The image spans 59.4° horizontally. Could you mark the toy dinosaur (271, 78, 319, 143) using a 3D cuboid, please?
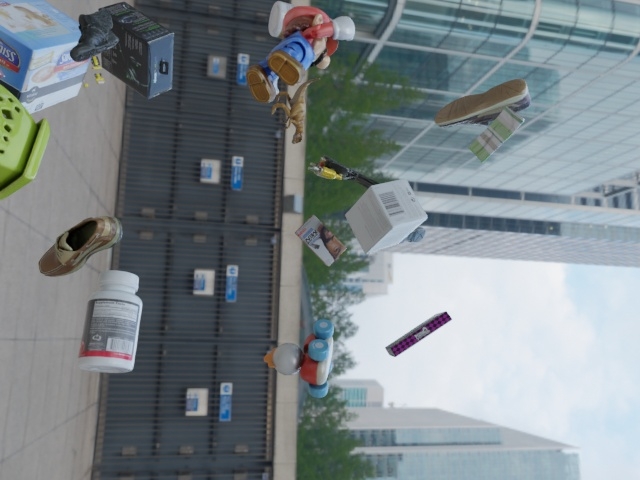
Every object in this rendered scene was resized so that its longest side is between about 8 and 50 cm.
[{"bbox_3d":[-0.062,-0.351,1.441,0.212,0.112,0.064,101,6,-47],"label":"toy dinosaur"}]

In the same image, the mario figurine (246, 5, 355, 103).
[{"bbox_3d":[-0.033,-0.408,1.268,0.321,0.197,0.170,-63,158,-45],"label":"mario figurine"}]

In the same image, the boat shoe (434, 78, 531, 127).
[{"bbox_3d":[0.478,-0.382,1.658,0.285,0.092,0.103,-16,-139,34],"label":"boat shoe"}]

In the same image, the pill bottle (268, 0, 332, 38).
[{"bbox_3d":[-0.075,-0.837,2.182,0.131,0.229,0.131,-175,-90,-66],"label":"pill bottle"}]

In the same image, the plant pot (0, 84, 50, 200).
[{"bbox_3d":[-0.836,-0.236,1.417,0.228,0.207,0.227,-20,-127,31],"label":"plant pot"}]

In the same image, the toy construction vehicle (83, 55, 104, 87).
[{"bbox_3d":[-0.810,-0.591,1.970,0.035,0.085,0.098,-11,-79,49],"label":"toy construction vehicle"}]

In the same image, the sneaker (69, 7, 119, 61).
[{"bbox_3d":[-0.529,-0.473,1.281,0.051,0.089,0.170,-28,-165,40],"label":"sneaker"}]

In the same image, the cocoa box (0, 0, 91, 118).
[{"bbox_3d":[-0.855,-0.539,1.622,0.228,0.231,0.347,-54,-173,26],"label":"cocoa box"}]

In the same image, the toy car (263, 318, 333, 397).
[{"bbox_3d":[-0.080,0.409,1.996,0.210,0.237,0.219,-74,168,-56],"label":"toy car"}]

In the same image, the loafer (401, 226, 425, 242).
[{"bbox_3d":[0.355,-0.043,2.464,0.084,0.267,0.096,42,-66,37],"label":"loafer"}]

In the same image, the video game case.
[{"bbox_3d":[0.337,0.327,1.957,0.042,0.232,0.210,57,-3,10],"label":"video game case"}]

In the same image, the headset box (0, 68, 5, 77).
[{"bbox_3d":[-0.821,-0.394,1.142,0.110,0.293,0.218,41,-26,25],"label":"headset box"}]

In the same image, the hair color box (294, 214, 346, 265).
[{"bbox_3d":[0.000,0.000,1.972,0.093,0.167,0.053,-45,-174,-4],"label":"hair color box"}]

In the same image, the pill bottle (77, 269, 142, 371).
[{"bbox_3d":[-0.691,0.269,1.865,0.176,0.176,0.319,122,-28,-65],"label":"pill bottle"}]

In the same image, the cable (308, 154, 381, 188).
[{"bbox_3d":[0.095,-0.217,1.950,0.072,0.287,0.139,-62,-167,15],"label":"cable"}]

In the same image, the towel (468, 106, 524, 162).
[{"bbox_3d":[0.472,-0.289,1.517,0.152,0.023,0.113,-47,-159,18],"label":"towel"}]

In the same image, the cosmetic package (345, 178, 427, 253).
[{"bbox_3d":[0.204,-0.076,1.768,0.151,0.151,0.184,64,-34,16],"label":"cosmetic package"}]

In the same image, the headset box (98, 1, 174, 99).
[{"bbox_3d":[-0.687,-0.712,2.116,0.131,0.283,0.246,-41,159,-40],"label":"headset box"}]

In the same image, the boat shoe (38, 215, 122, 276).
[{"bbox_3d":[-0.798,0.009,1.815,0.123,0.323,0.120,64,15,18],"label":"boat shoe"}]
